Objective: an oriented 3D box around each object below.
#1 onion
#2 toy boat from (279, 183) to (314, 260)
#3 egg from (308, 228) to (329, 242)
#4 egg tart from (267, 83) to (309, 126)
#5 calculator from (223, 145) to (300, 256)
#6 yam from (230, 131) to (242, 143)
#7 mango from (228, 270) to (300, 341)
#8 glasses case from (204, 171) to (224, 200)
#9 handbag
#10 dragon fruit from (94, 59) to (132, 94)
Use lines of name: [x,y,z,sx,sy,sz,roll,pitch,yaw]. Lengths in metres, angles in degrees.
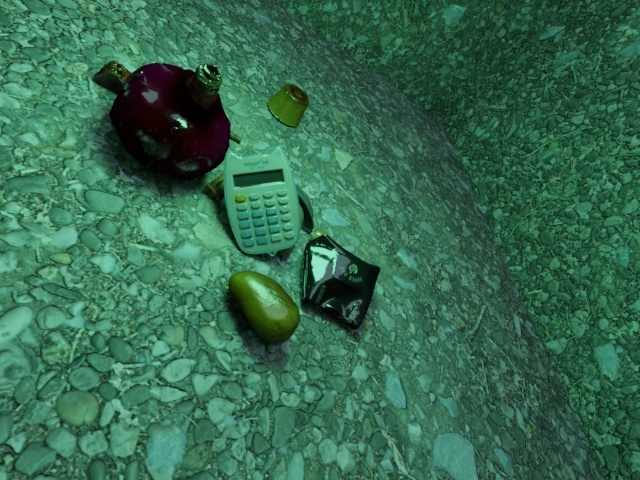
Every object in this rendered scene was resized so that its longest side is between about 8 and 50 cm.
onion: [-0.435,-0.429,1.319,0.398,0.421,0.398,34,40,-35]
toy boat: [-0.126,-0.110,1.559,0.275,0.111,0.293,64,27,-16]
egg: [0.000,0.000,1.643,0.096,0.080,0.080,46,36,-14]
egg tart: [-0.158,-0.708,2.077,0.203,0.147,0.202,25,45,-27]
calculator: [-0.205,-0.132,1.424,0.257,0.054,0.385,-10,89,-17]
yam: [-0.402,-0.459,1.705,0.146,0.032,0.032,24,42,-29]
mango: [-0.177,0.199,1.247,0.262,0.130,0.167,48,41,11]
glasses case: [-0.369,-0.212,1.504,0.064,0.041,0.169,50,35,-16]
handbag: [0.068,0.161,1.522,0.343,0.152,0.287,30,52,-21]
dragon fruit: [-0.725,-0.593,1.452,0.147,0.096,0.102,21,41,-34]
